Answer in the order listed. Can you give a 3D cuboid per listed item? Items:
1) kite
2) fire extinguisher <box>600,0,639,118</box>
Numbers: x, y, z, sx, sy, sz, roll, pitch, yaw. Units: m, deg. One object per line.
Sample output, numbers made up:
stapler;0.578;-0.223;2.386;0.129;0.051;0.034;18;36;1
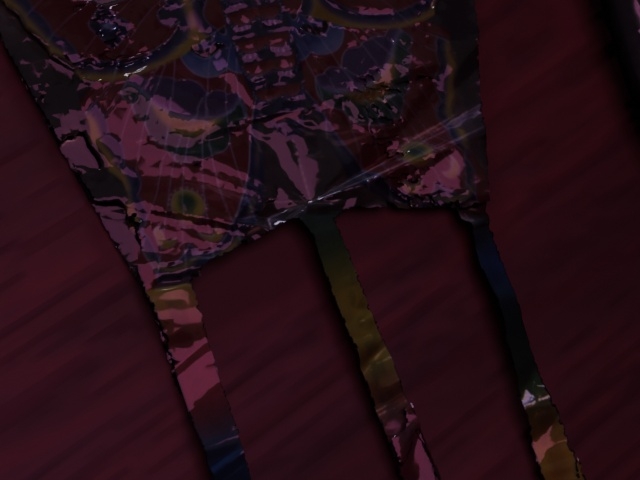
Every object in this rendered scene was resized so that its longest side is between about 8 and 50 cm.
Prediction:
kite;0.000;0.000;0.332;0.152;0.015;0.286;-14;77;-16
fire extinguisher;0.153;-0.141;0.363;0.113;0.200;0.376;-16;68;-51
